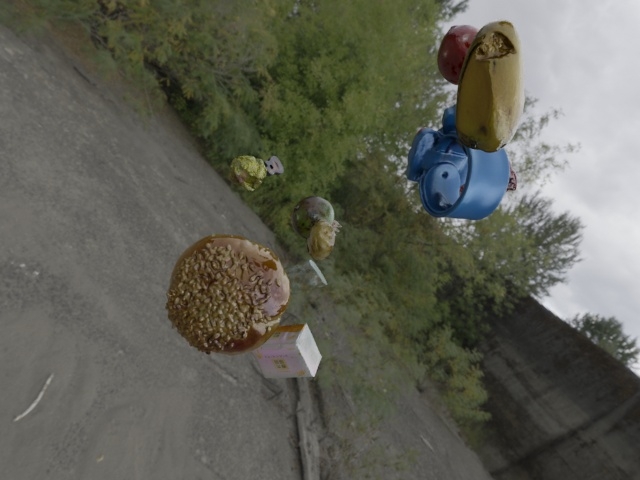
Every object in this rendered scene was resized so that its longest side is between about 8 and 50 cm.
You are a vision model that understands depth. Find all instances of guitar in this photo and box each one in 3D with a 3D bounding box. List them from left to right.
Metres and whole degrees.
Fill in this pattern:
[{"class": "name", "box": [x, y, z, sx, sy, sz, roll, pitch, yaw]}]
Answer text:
[{"class": "guitar", "box": [-0.245, -0.312, 1.869, 0.233, 0.025, 0.088, -37, 101, -52]}]

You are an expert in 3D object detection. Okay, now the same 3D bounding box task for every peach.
[{"class": "peach", "box": [0.492, -0.647, 1.470, 0.197, 0.197, 0.197, 51, 5, -6]}]

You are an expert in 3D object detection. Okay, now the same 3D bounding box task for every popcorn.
[{"class": "popcorn", "box": [-0.272, -0.257, 1.582, 0.145, 0.126, 0.125, 19, -22, 28]}]

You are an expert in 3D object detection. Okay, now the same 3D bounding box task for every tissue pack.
[{"class": "tissue pack", "box": [-0.138, 0.433, 1.656, 0.184, 0.225, 0.124, 67, 29, -24]}]

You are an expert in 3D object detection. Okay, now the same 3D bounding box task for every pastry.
[{"class": "pastry", "box": [-0.291, 0.178, 1.332, 0.409, 0.410, 0.245, 50, 9, -14]}]

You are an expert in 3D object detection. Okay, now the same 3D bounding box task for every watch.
[{"class": "watch", "box": [0.403, -0.213, 1.170, 0.242, 0.305, 0.274, 3, 44, -18]}]

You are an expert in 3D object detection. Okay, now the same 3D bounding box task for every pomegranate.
[{"class": "pomegranate", "box": [-0.013, -0.073, 1.525, 0.205, 0.159, 0.159, 23, 22, -36]}]

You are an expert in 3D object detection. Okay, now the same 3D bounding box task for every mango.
[{"class": "mango", "box": [0.357, -0.316, 0.883, 0.130, 0.167, 0.261, 15, -58, 36]}]

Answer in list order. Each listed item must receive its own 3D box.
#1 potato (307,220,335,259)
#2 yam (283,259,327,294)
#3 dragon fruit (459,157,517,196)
[{"class": "potato", "box": [0.000, 0.000, 1.303, 0.170, 0.080, 0.107, 129, -48, -70]}, {"class": "yam", "box": [-0.145, 0.173, 1.806, 0.133, 0.331, 0.133, 165, -90, -88]}, {"class": "dragon fruit", "box": [0.519, -0.287, 1.577, 0.302, 0.240, 0.330, 38, 9, -45]}]
